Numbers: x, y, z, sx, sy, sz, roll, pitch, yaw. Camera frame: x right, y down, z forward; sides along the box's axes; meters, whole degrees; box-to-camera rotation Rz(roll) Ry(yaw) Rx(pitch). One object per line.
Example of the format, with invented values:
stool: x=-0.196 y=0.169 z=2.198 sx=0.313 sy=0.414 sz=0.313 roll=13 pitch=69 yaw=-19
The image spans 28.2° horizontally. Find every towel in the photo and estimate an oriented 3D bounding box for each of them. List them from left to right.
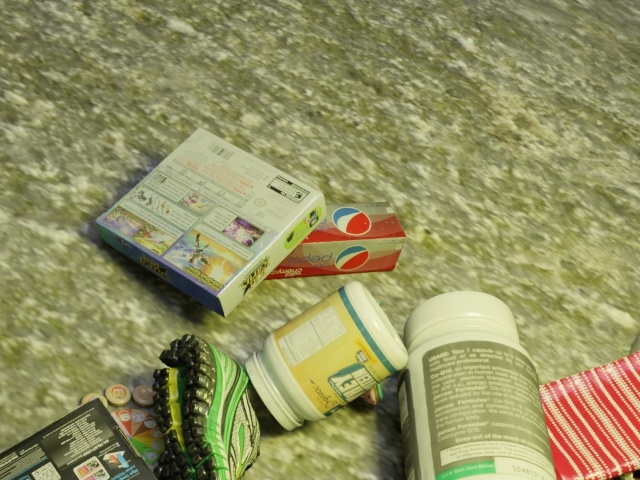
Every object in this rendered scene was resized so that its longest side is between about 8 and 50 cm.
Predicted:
towel: x=0.440 y=0.265 z=1.931 sx=0.274 sy=0.031 sz=0.199 roll=-17 pitch=45 yaw=-12

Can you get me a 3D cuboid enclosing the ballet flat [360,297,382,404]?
ballet flat: x=0.055 y=0.169 z=1.942 sx=0.079 sy=0.077 sz=0.221 roll=-3 pitch=39 yaw=4

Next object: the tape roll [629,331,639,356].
tape roll: x=0.693 y=0.242 z=2.081 sx=0.392 sy=0.072 sz=0.392 roll=10 pitch=43 yaw=-10

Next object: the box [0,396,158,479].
box: x=-0.316 y=0.379 z=1.540 sx=0.295 sy=0.073 sz=0.293 roll=-31 pitch=62 yaw=-23

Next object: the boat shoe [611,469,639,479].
boat shoe: x=0.470 y=0.353 z=1.887 sx=0.049 sy=0.043 sz=0.137 roll=-12 pitch=31 yaw=-16

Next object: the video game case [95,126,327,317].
video game case: x=-0.169 y=-0.034 z=1.984 sx=0.269 sy=0.061 sz=0.244 roll=29 pitch=60 yaw=29

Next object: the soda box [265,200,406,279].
soda box: x=0.000 y=0.000 z=2.079 sx=0.263 sy=0.083 sz=0.092 roll=-4 pitch=47 yaw=-21

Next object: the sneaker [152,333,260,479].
sneaker: x=-0.132 y=0.293 z=1.696 sx=0.146 sy=0.134 sz=0.344 roll=28 pitch=46 yaw=-37

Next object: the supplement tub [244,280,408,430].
supplement tub: x=0.008 y=0.166 z=1.809 sx=0.199 sy=0.144 sz=0.144 roll=-34 pitch=54 yaw=5

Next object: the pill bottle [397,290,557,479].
pill bottle: x=0.215 y=0.257 z=1.799 sx=0.204 sy=0.204 sz=0.361 roll=9 pitch=44 yaw=-11

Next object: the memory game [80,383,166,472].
memory game: x=-0.259 y=0.270 z=1.761 sx=0.186 sy=0.012 sz=0.186 roll=10 pitch=43 yaw=-9
